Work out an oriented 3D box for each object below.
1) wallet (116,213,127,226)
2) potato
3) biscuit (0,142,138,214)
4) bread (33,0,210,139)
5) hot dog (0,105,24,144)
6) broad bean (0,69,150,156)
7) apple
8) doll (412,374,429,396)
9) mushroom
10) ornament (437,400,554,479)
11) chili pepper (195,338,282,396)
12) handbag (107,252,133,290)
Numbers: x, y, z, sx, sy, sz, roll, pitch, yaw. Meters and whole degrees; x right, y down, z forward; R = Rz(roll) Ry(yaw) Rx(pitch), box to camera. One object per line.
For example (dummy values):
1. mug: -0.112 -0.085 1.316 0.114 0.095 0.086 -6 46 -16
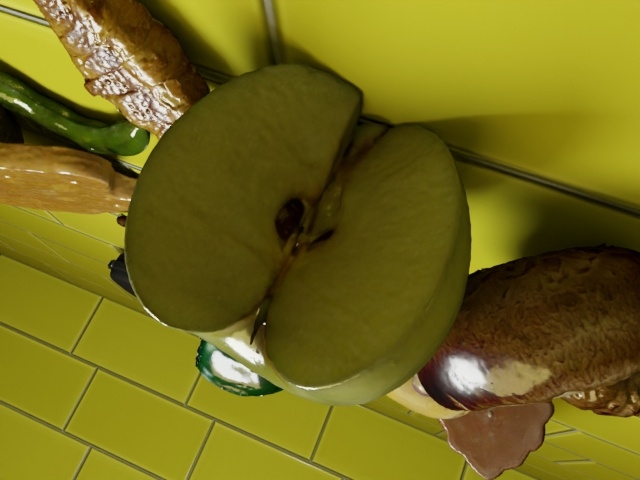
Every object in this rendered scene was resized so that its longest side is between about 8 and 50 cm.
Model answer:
1. wallet: -0.239 -0.020 1.004 0.255 0.031 0.137 4 173 41
2. potato: 0.187 0.240 1.048 0.233 0.150 0.146 28 134 12
3. biscuit: -0.458 -0.101 0.942 0.350 0.057 0.312 -1 170 26
4. bread: -0.173 -0.167 0.547 0.104 0.076 0.233 -7 139 35
5. hot dog: -0.548 -0.197 0.906 0.084 0.073 0.242 27 163 3
6. broad bean: -0.342 -0.177 0.770 0.291 0.050 0.144 16 153 16
7. apple: -0.011 0.004 0.534 0.294 0.258 0.233 24 162 10
8. doll: 0.196 0.170 0.888 0.196 0.152 0.255 46 158 -20
9. mushroom: 0.235 0.097 0.584 0.277 0.163 0.297 4 162 -7
10. ornament: 0.345 0.372 1.161 0.235 0.222 0.218 -4 159 11
11. chili pepper: -0.144 0.220 1.302 0.256 0.249 0.233 19 -177 10
12. handbag: -0.487 0.128 1.649 0.253 0.093 0.308 22 161 10
